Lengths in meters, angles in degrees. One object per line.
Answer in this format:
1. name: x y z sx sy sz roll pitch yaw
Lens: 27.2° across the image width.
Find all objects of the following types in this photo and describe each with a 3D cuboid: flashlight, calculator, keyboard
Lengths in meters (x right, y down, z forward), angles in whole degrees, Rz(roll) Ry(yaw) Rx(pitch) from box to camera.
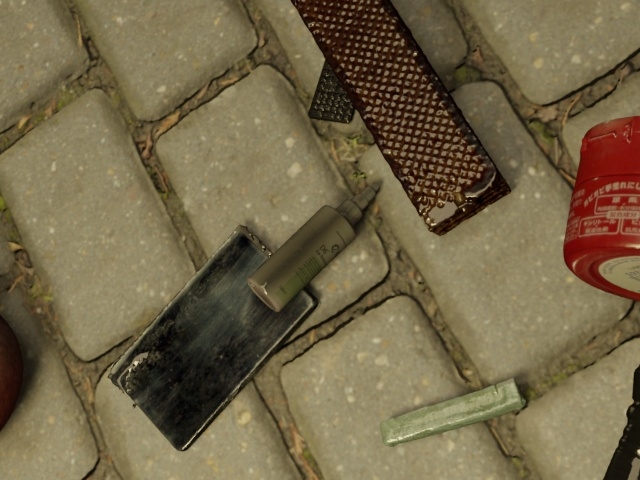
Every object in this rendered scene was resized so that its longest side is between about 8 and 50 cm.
1. flashlight: 0.335 0.234 1.375 0.093 0.093 0.232 20 84 27
2. calculator: -0.136 0.122 1.644 0.262 0.021 0.161 -47 62 3
3. keyboard: 0.039 -0.248 1.700 0.061 0.013 0.204 12 78 26

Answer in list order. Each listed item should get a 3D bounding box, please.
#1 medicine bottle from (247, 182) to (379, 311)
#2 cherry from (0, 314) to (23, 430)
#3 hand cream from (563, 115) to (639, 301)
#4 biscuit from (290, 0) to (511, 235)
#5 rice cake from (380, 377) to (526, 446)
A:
1. medicine bottle: 0.000 0.000 1.601 0.199 0.058 0.057 -44 61 -13
2. cherry: -0.504 0.179 1.671 0.261 0.221 0.307 34 101 36
3. hand cream: 0.368 -0.025 1.372 0.230 0.230 0.149 8 73 24
4. biscuit: 0.093 -0.182 1.614 0.107 0.073 0.388 -33 66 9
5. rice cake: 0.148 0.196 1.497 0.170 0.029 0.033 -20 62 16
